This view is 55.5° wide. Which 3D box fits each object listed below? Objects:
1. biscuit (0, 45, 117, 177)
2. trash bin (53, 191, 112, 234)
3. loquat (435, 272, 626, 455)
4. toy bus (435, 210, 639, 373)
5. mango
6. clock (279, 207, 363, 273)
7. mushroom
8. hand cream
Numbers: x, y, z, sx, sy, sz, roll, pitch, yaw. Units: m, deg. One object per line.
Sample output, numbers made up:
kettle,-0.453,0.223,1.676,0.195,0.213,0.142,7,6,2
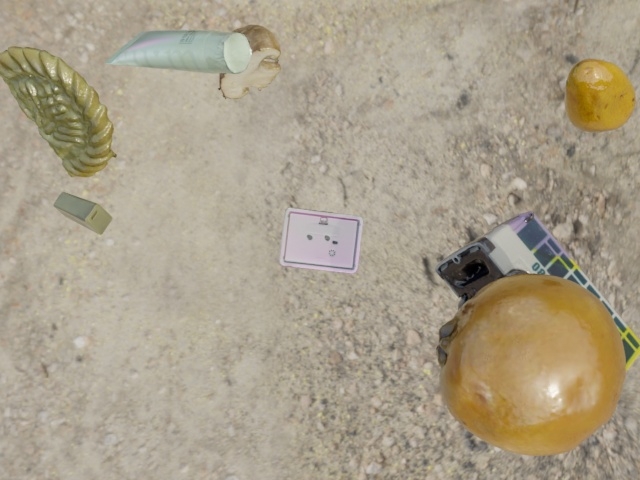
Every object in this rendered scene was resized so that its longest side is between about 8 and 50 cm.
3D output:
biscuit,-0.480,-0.243,1.137,0.187,0.273,0.036,-12,31,31
trash bin,-0.457,-0.055,1.168,0.092,0.061,0.043,22,70,21
loquat,0.368,0.215,1.079,0.329,0.328,0.328,-6,75,23
toy bus,0.507,0.152,1.426,0.249,0.209,0.439,-36,85,-29
mango,0.621,-0.324,1.373,0.147,0.227,0.109,-27,50,33
clock,0.000,0.000,1.530,0.197,0.063,0.149,6,88,-6
mushroom,-0.201,-0.505,1.655,0.286,0.156,0.151,-27,70,57
hand cream,-0.178,-0.237,0.758,0.205,0.049,0.078,13,56,31
